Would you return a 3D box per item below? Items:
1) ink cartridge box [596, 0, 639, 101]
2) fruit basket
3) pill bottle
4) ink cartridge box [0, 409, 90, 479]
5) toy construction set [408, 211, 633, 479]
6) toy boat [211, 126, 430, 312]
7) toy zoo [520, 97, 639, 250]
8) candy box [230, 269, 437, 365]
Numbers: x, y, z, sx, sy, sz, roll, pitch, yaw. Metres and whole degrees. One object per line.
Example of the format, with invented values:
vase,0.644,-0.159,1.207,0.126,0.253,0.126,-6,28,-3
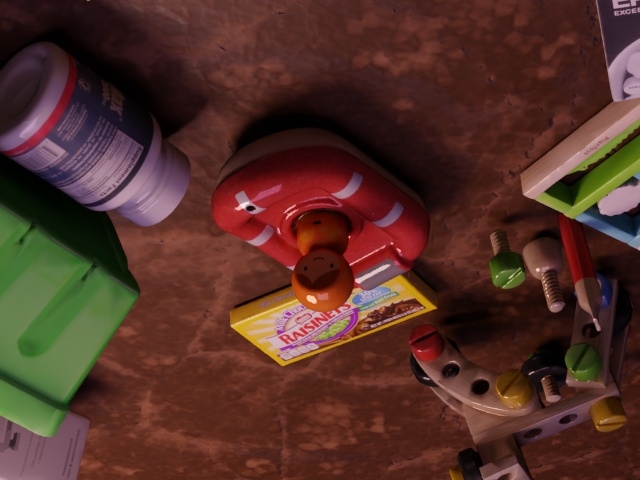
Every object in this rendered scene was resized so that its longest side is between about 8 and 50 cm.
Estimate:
ink cartridge box,0.334,-0.214,1.277,0.206,0.045,0.208,-10,141,12
fruit basket,-0.410,0.038,1.408,0.392,0.283,0.392,-14,135,-15
pill bottle,-0.207,-0.089,1.375,0.108,0.108,0.180,-27,137,30
ink cartridge box,-0.443,0.221,1.744,0.283,0.117,0.207,30,147,-35
toy construction set,0.236,0.153,1.588,0.257,0.237,0.309,-3,142,-8
toy boat,0.000,0.000,1.463,0.151,0.151,0.231,-29,135,32
toy zoo,0.369,-0.052,1.504,0.293,0.030,0.192,22,137,-28
candy box,0.014,0.075,1.667,0.205,0.027,0.105,-23,136,26
